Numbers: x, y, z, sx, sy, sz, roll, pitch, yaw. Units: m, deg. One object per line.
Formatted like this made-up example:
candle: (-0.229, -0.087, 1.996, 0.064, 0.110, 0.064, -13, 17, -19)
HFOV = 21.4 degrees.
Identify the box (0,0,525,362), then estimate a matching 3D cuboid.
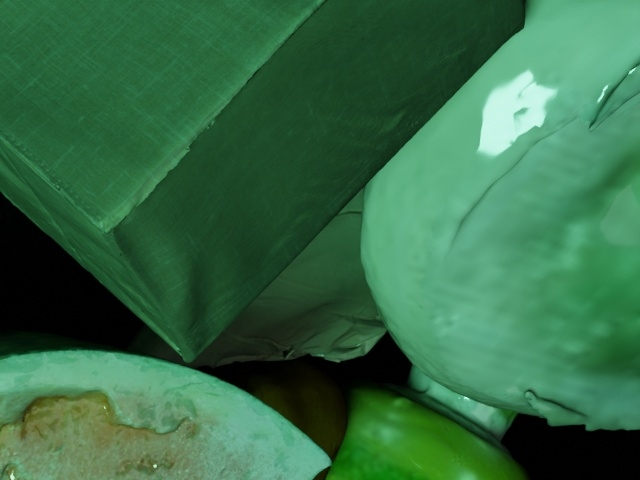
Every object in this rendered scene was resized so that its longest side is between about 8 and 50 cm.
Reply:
box: (-0.045, -0.096, 0.753, 0.231, 0.155, 0.149, -47, 155, -12)

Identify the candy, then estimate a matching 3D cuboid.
candy: (0.199, -0.051, 0.995, 0.427, 0.186, 0.386, 2, 132, -43)

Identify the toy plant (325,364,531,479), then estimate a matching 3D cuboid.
toy plant: (0.120, 0.088, 1.214, 0.224, 0.184, 0.316, 39, 79, -48)

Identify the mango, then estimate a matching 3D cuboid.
mango: (-0.041, 0.124, 1.073, 0.159, 0.084, 0.105, 13, 83, -64)

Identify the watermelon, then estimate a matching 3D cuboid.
watermelon: (-0.173, 0.123, 0.788, 0.256, 0.176, 0.260, -33, 130, 30)

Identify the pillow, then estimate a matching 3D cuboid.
pillow: (0.000, 0.000, 1.021, 0.270, 0.067, 0.173, 5, 115, -60)
